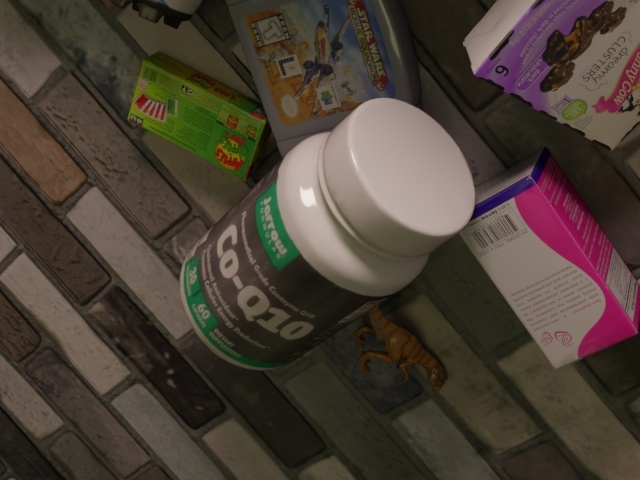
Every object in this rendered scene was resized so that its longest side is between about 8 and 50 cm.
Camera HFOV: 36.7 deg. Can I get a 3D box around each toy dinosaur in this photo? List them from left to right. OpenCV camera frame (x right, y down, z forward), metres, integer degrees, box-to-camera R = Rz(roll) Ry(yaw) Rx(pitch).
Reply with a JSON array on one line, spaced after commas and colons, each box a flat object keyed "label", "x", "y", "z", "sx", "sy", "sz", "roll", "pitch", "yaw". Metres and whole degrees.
[{"label": "toy dinosaur", "x": 0.092, "y": 0.126, "z": 1.273, "sx": 0.112, "sy": 0.064, "sz": 0.211, "roll": -20, "pitch": 132, "yaw": 31}]

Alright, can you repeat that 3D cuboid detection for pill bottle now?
[{"label": "pill bottle", "x": 0.000, "y": 0.000, "z": 1.134, "sx": 0.204, "sy": 0.204, "sz": 0.361, "roll": 47, "pitch": 135, "yaw": -4}]

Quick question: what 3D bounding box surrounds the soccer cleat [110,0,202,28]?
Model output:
[{"label": "soccer cleat", "x": -0.273, "y": -0.378, "z": 1.172, "sx": 0.331, "sy": 0.116, "sz": 0.143, "roll": 26, "pitch": 101, "yaw": 11}]

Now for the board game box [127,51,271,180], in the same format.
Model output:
[{"label": "board game box", "x": -0.154, "y": -0.162, "z": 1.252, "sx": 0.181, "sy": 0.043, "sz": 0.092, "roll": 28, "pitch": 123, "yaw": 9}]

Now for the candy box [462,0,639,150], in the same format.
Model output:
[{"label": "candy box", "x": 0.276, "y": -0.204, "z": 0.983, "sx": 0.196, "sy": 0.070, "sz": 0.165, "roll": 23, "pitch": 126, "yaw": -24}]

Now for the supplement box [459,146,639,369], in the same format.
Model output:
[{"label": "supplement box", "x": 0.268, "y": 0.021, "z": 1.122, "sx": 0.111, "sy": 0.114, "sz": 0.220, "roll": -31, "pitch": 99, "yaw": 31}]

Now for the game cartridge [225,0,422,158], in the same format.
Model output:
[{"label": "game cartridge", "x": 0.009, "y": -0.225, "z": 1.147, "sx": 0.198, "sy": 0.062, "sz": 0.297, "roll": -9, "pitch": 111, "yaw": 31}]
